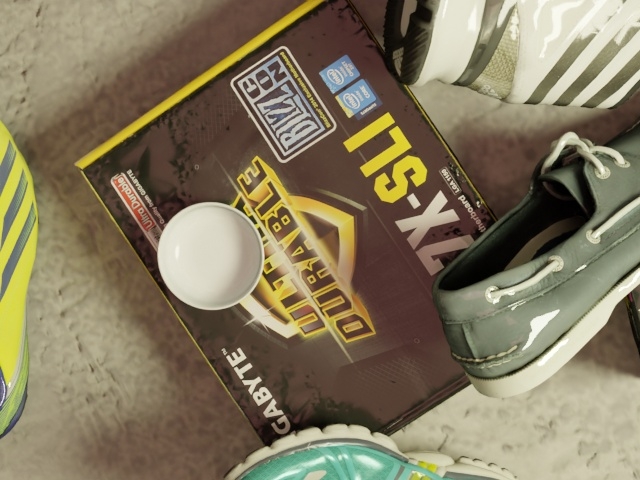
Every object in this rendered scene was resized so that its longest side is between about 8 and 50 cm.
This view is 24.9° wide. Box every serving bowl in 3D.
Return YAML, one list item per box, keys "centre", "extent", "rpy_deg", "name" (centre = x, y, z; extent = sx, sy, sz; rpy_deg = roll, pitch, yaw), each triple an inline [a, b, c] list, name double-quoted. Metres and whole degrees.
- centre: [-0.082, 0.011, 1.123]
  extent: [0.083, 0.027, 0.083]
  rpy_deg: [1, 94, 8]
  name: "serving bowl"

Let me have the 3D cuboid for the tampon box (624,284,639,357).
- centre: [0.319, 0.051, 1.107]
  extent: [0.161, 0.120, 0.101]
  rpy_deg: [-15, 93, 7]
  name: "tampon box"

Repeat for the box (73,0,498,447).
- centre: [0.000, 0.000, 1.165]
  extent: [0.257, 0.079, 0.322]
  rpy_deg: [-33, 90, 6]
  name: "box"

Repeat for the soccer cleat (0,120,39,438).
- centre: [-0.285, 0.028, 1.177]
  extent: [0.093, 0.121, 0.289]
  rpy_deg: [-2, 94, 7]
  name: "soccer cleat"

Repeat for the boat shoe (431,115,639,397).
- centre: [0.203, -0.027, 1.068]
  extent: [0.319, 0.116, 0.099]
  rpy_deg: [-45, 114, -18]
  name: "boat shoe"

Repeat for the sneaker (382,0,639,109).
- centre: [0.213, -0.313, 1.104]
  extent: [0.257, 0.169, 0.448]
  rpy_deg: [11, 90, -13]
  name: "sneaker"

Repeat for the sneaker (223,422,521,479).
- centre: [0.054, 0.214, 1.104]
  extent: [0.275, 0.110, 0.107]
  rpy_deg: [9, 122, -18]
  name: "sneaker"
